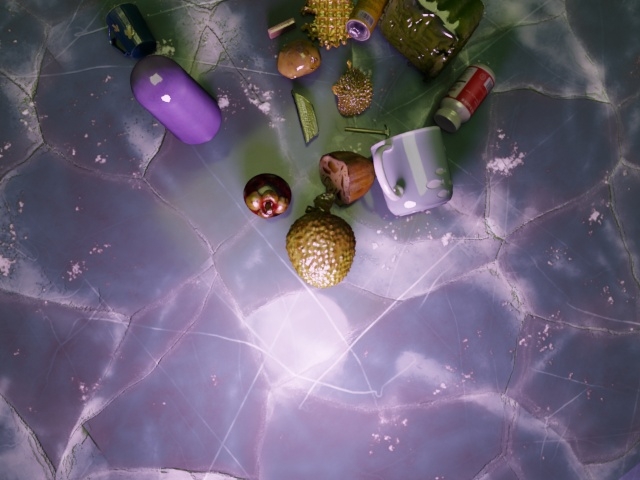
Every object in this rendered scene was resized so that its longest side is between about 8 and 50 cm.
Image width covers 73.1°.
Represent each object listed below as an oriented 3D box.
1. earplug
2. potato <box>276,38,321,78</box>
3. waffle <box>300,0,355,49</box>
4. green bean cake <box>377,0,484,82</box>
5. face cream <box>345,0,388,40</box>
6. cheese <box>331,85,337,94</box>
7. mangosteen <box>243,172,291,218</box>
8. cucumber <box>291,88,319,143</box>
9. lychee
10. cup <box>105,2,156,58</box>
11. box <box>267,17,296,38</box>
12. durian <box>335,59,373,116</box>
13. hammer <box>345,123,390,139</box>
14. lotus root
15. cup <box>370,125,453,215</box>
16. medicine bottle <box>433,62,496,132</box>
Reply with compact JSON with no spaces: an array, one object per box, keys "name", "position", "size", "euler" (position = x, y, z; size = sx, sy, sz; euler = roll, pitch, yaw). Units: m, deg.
[{"name":"earplug","position":[-0.495,-0.479,1.477],"size":[0.215,0.456,0.215],"euler":[0,91,1]},{"name":"potato","position":[-0.085,-0.697,1.657],"size":[0.175,0.137,0.137],"euler":[-22,89,1]},{"name":"waffle","position":[0.039,-0.879,1.703],"size":[0.231,0.051,0.229],"euler":[41,85,-1]},{"name":"green bean cake","position":[0.381,-0.791,1.576],"size":[0.319,0.335,0.218],"euler":[42,78,3]},{"name":"face cream","position":[0.215,-0.945,1.666],"size":[0.104,0.105,0.349],"euler":[26,78,0]},{"name":"cheese","position":[0.097,-0.617,1.711],"size":[0.111,0.017,0.047],"euler":[-32,86,-2]},{"name":"mangosteen","position":[-0.197,-0.158,1.603],"size":[0.199,0.200,0.200],"euler":[0,88,-1]},{"name":"cucumber","position":[-0.055,-0.490,1.691],"size":[0.070,0.046,0.220],"euler":[-16,90,-4]},{"name":"lychee","position":[0.001,0.011,1.571],"size":[0.269,0.270,0.320],"euler":[-29,70,-2]},{"name":"cup","position":[-0.729,-0.783,1.654],"size":[0.176,0.131,0.155],"euler":[-32,93,27]},{"name":"box","position":[-0.152,-0.834,1.696],"size":[0.115,0.048,0.025],"euler":[-26,93,-1]},{"name":"durian","position":[0.130,-0.591,1.660],"size":[0.146,0.102,0.208],"euler":[-7,98,3]},{"name":"hammer","position":[0.188,-0.436,1.708],"size":[0.181,0.017,0.062],"euler":[7,88,0]},{"name":"lotus root","position":[0.112,-0.253,1.646],"size":[0.179,0.199,0.188],"euler":[-24,130,-30]},{"name":"cup","position":[0.312,-0.233,1.548],"size":[0.259,0.356,0.275],"euler":[-15,92,41]},{"name":"medicine bottle","position":[0.553,-0.548,1.662],"size":[0.131,0.131,0.250],"euler":[38,88,0]}]
